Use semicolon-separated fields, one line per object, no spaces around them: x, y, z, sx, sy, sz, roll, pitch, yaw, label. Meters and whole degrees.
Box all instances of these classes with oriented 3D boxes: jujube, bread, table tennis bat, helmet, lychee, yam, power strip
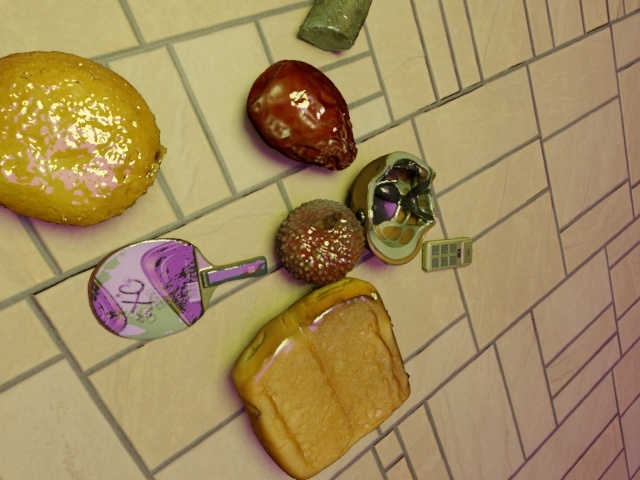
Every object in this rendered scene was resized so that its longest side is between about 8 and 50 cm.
-0.020;-0.207;0.721;0.236;0.168;0.168;35;79;-45;jujube
-0.347;-0.135;0.556;0.239;0.139;0.240;-4;98;-29;bread
-0.238;0.075;0.713;0.300;0.022;0.174;-10;102;-25;table tennis bat
0.000;0.261;0.797;0.327;0.148;0.337;-33;116;-18;bread
0.137;-0.071;0.837;0.198;0.130;0.225;-3;104;-31;helmet
0.000;0.000;0.743;0.164;0.198;0.165;2;60;-4;lychee
0.042;-0.444;0.758;0.107;0.107;0.183;26;82;-29;yam
0.325;0.033;1.012;0.168;0.028;0.076;-6;98;-28;power strip
